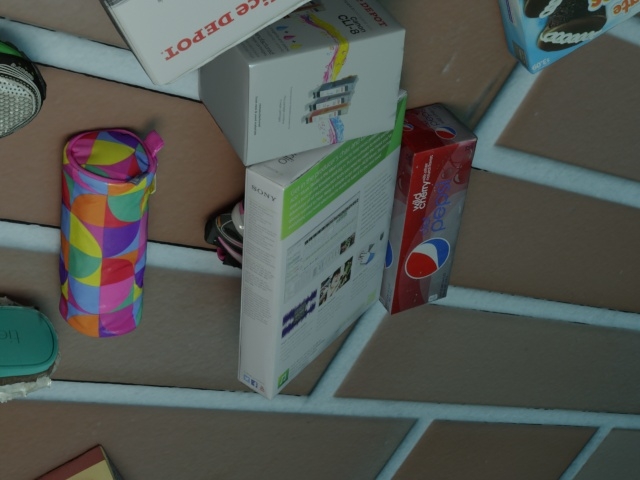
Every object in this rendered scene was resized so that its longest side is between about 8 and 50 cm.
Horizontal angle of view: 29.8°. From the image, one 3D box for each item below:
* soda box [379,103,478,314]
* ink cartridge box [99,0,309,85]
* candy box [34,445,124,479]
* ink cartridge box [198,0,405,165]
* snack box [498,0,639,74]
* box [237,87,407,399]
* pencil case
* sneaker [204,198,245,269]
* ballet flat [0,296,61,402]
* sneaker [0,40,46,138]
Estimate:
[{"bbox_3d":[0.117,-0.036,1.495,0.092,0.083,0.263,-15,134,-23],"label":"soda box"},{"bbox_3d":[-0.133,-0.301,1.057,0.197,0.114,0.273,-32,138,-5],"label":"ink cartridge box"},{"bbox_3d":[-0.315,0.430,1.640,0.182,0.087,0.316,-28,139,-8],"label":"candy box"},{"bbox_3d":[-0.020,-0.179,1.236,0.176,0.128,0.127,-16,135,-22],"label":"ink cartridge box"},{"bbox_3d":[0.349,-0.346,1.377,0.321,0.060,0.187,-31,139,-6],"label":"snack box"},{"bbox_3d":[0.000,0.000,1.375,0.232,0.058,0.322,-40,149,-40],"label":"box"},{"bbox_3d":[-0.226,-0.007,1.286,0.104,0.104,0.236,-9,134,-27],"label":"pencil case"},{"bbox_3d":[-0.082,0.008,1.432,0.077,0.072,0.178,-17,143,14],"label":"sneaker"},{"bbox_3d":[-0.464,0.120,1.228,0.408,0.147,0.147,12,121,-40],"label":"ballet flat"},{"bbox_3d":[-0.404,-0.078,1.062,0.343,0.146,0.134,-22,137,-16],"label":"sneaker"}]
